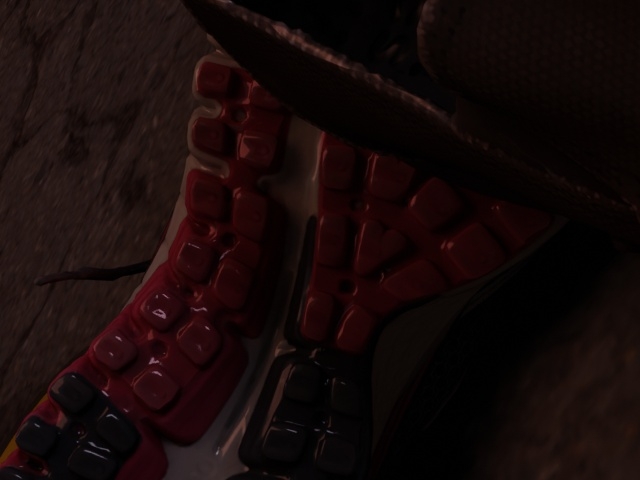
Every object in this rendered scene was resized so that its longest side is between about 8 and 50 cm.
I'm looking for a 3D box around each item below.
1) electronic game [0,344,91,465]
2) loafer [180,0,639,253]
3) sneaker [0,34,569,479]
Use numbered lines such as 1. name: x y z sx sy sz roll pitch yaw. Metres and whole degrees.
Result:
1. electronic game: -0.114 0.142 0.712 0.229 0.048 0.229 -47 27 33
2. loafer: 0.077 -0.046 0.317 0.366 0.130 0.133 9 86 53
3. sneaker: 0.000 0.000 0.545 0.299 0.121 0.112 -56 -6 -1
